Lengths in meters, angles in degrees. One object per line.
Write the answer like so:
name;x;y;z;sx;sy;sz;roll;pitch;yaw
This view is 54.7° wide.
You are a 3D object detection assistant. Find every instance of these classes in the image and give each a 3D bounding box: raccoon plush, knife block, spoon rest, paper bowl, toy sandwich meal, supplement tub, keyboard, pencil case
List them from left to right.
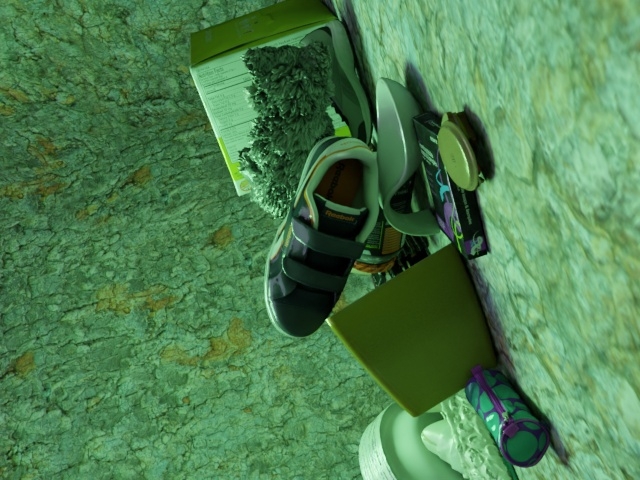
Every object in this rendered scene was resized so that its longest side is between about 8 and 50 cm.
raccoon plush;-0.013;-0.158;1.142;0.299;0.216;0.446;94;151;-52
keyboard;0.094;0.010;1.267;0.108;0.023;0.180;92;159;-68
supplement tub;0.094;-0.045;1.066;0.117;0.117;0.190;-108;19;-54
knife block;0.151;0.008;1.270;0.276;0.088;0.242;-135;26;-84
spoon rest;0.116;-0.107;0.897;0.137;0.084;0.276;-108;-1;-46
paper bowl;0.233;0.457;1.285;0.148;0.284;0.284;-54;37;32
toy sandwich meal;0.149;-0.092;0.644;0.085;0.029;0.085;157;90;-84
pencil case;0.237;0.222;0.799;0.070;0.064;0.151;55;-176;-13

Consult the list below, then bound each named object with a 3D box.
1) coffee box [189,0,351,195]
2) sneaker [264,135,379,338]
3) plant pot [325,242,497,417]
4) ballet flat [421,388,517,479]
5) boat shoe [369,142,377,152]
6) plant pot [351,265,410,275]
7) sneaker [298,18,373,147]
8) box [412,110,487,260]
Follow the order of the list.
coffee box;-0.107;-0.370;1.519;0.337;0.338;0.334;-109;1;-57
sneaker;0.000;0.000;0.918;0.127;0.126;0.321;-154;77;-71
plant pot;0.149;0.147;0.953;0.187;0.212;0.212;58;178;9
ballet flat;0.243;0.334;1.213;0.408;0.147;0.147;-110;0;-47
boat shoe;0.056;-0.136;1.397;0.073;0.207;0.073;30;177;12
plant pot;0.089;-0.031;1.532;0.284;0.191;0.284;162;90;-90
sneaker;0.037;-0.307;1.279;0.100;0.108;0.271;-120;9;-82
box;0.156;-0.069;0.758;0.116;0.029;0.162;-108;1;-69
